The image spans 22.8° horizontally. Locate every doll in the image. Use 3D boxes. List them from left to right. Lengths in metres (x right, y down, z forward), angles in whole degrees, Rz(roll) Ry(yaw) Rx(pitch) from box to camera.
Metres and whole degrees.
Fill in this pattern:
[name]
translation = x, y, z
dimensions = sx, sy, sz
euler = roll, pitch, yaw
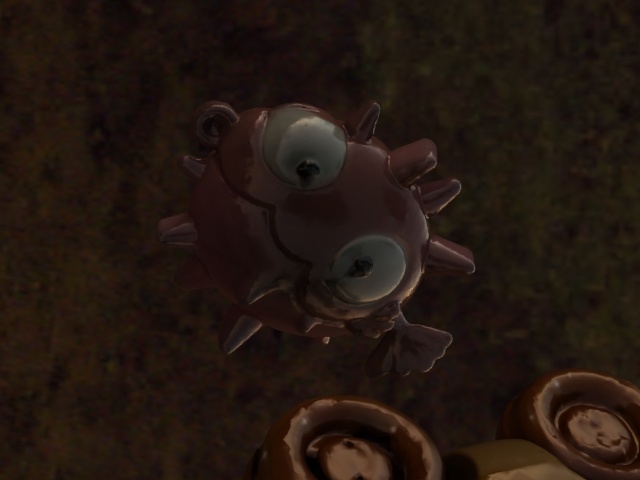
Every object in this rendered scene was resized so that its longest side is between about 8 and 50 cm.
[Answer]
[doll]
translation = 0.000, 0.000, 1.112
dimensions = 0.262, 0.211, 0.093
euler = 57, 14, -26

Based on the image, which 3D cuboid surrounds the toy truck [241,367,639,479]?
[toy truck]
translation = 0.083, 0.190, 0.692
dimensions = 0.288, 0.211, 0.204
euler = -7, 133, -30
